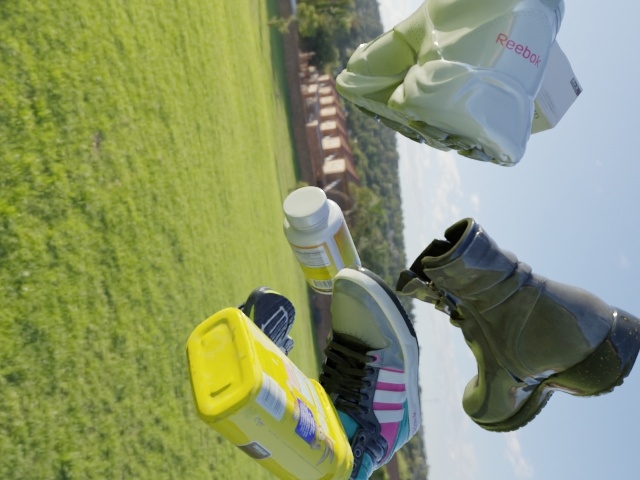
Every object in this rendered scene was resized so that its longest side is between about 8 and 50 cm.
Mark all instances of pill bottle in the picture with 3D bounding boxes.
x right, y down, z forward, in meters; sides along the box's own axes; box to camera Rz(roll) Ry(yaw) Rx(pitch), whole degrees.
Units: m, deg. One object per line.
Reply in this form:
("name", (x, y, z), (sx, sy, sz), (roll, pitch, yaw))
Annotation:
("pill bottle", (0.000, 0.000, 1.195), (0.215, 0.117, 0.117), (67, 14, -44))

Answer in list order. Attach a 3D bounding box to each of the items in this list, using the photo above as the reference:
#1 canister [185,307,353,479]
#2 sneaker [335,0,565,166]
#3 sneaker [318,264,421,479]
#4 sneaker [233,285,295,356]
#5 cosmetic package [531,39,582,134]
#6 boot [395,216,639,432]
("canister", (-0.048, 0.155, 0.579), (0.170, 0.073, 0.126), (53, 6, -38))
("sneaker", (0.083, -0.119, 0.390), (0.115, 0.090, 0.232), (-62, -160, 9))
("sneaker", (0.025, 0.188, 0.741), (0.178, 0.124, 0.295), (-39, 129, -34))
("sneaker", (-0.124, 0.160, 1.136), (0.111, 0.121, 0.300), (-48, 164, -26))
("cosmetic package", (0.400, -0.308, 1.263), (0.151, 0.151, 0.183), (53, -30, -17))
("boot", (0.184, 0.098, 0.712), (0.118, 0.222, 0.338), (-54, 173, -30))
